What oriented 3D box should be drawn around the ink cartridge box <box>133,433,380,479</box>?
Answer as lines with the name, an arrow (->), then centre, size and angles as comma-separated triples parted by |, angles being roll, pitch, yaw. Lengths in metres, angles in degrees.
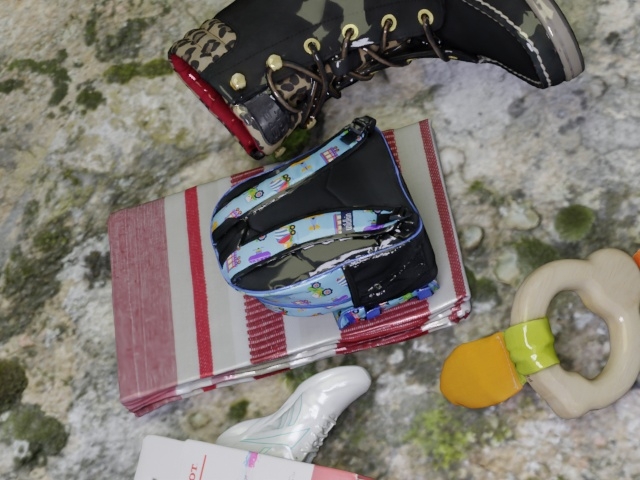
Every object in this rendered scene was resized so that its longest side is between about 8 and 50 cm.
ink cartridge box -> -0.057, 0.229, 1.375 | 0.198, 0.067, 0.115 | 9, 81, 26

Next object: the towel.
towel -> -0.036, 0.021, 1.564 | 0.329, 0.037, 0.237 | -16, 49, 8

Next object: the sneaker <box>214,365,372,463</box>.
sneaker -> -0.016, 0.162, 1.444 | 0.152, 0.054, 0.061 | -34, 58, 5

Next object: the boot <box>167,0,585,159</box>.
boot -> 0.042, -0.182, 1.611 | 0.284, 0.138, 0.377 | -39, 47, -9

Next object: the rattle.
rattle -> 0.214, 0.069, 1.428 | 0.130, 0.143, 0.200 | 39, 57, 6

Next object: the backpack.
backpack -> 0.000, 0.000, 1.463 | 0.173, 0.117, 0.158 | -23, 48, 1
